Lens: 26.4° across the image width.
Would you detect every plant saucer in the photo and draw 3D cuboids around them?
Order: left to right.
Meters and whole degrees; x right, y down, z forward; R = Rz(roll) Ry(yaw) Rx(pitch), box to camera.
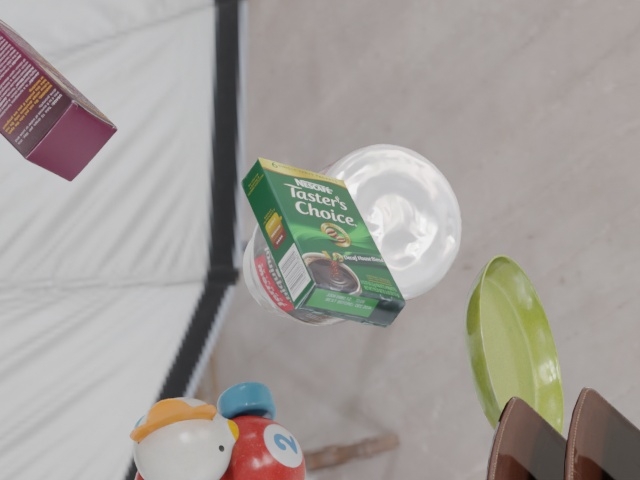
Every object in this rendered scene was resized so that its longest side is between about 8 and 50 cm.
[{"bbox_3d":[0.218,0.137,1.567,0.037,0.241,0.241,-15,82,27],"label":"plant saucer"}]

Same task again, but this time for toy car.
[{"bbox_3d":[-0.131,0.246,1.587,0.238,0.210,0.219,77,175,-54],"label":"toy car"}]

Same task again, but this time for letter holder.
[{"bbox_3d":[0.287,0.248,1.340,0.214,0.302,0.152,41,117,-8],"label":"letter holder"}]

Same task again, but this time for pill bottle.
[{"bbox_3d":[0.021,0.007,1.620,0.318,0.176,0.176,153,108,-65],"label":"pill bottle"}]

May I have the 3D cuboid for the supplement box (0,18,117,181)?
[{"bbox_3d":[-0.319,-0.159,1.448,0.188,0.104,0.081,43,93,21],"label":"supplement box"}]

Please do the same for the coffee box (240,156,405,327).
[{"bbox_3d":[0.000,0.000,1.323,0.040,0.113,0.184,-55,39,28],"label":"coffee box"}]
